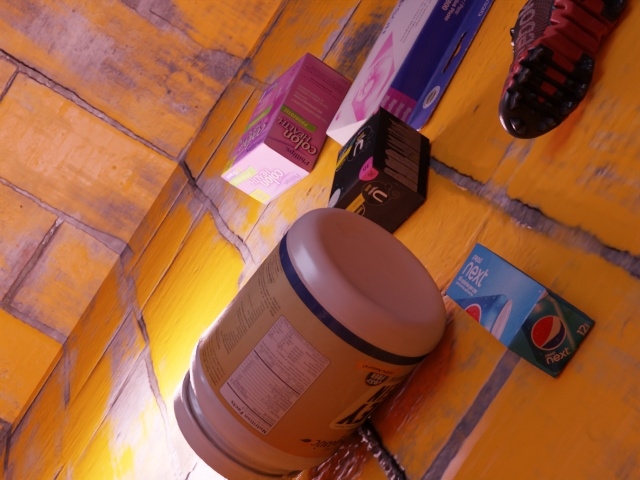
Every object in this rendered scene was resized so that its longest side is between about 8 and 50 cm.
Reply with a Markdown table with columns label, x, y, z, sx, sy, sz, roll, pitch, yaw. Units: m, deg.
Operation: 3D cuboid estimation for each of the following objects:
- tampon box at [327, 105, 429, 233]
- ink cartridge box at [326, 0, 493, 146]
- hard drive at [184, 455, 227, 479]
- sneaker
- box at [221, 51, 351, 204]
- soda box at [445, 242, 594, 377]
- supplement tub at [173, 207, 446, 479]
| label | x | y | z | sx | sy | sz | roll | pitch | yaw |
| --- | --- | --- | --- | --- | --- | --- | --- | --- | --- |
| tampon box | 0.089 | -0.098 | 1.867 | 0.120 | 0.101 | 0.161 | -47 | 20 | 34 |
| ink cartridge box | 0.159 | -0.323 | 2.140 | 0.324 | 0.071 | 0.330 | -61 | 15 | -12 |
| hard drive | -0.107 | 0.288 | 1.810 | 0.237 | 0.064 | 0.339 | -31 | 32 | 58 |
| sneaker | 0.288 | -0.235 | 1.549 | 0.276 | 0.097 | 0.135 | -61 | 17 | -19 |
| box | -0.072 | -0.229 | 2.547 | 0.213 | 0.117 | 0.243 | -30 | 33 | 58 |
| soda box | 0.203 | 0.069 | 1.294 | 0.071 | 0.067 | 0.210 | -57 | 16 | 4 |
| supplement tub | -0.020 | 0.139 | 1.529 | 0.316 | 0.228 | 0.228 | -50 | 18 | 26 |
